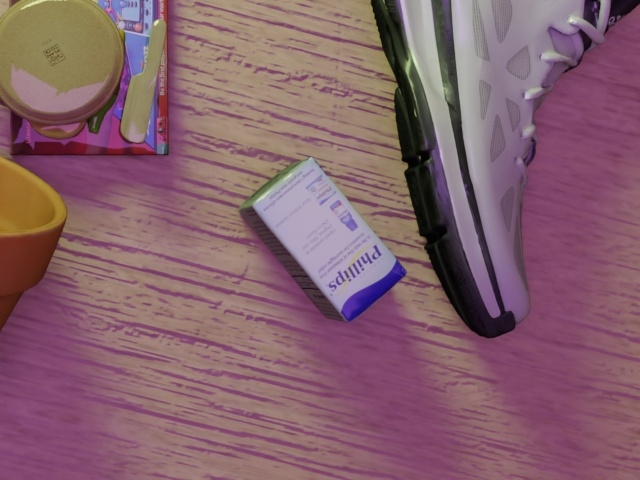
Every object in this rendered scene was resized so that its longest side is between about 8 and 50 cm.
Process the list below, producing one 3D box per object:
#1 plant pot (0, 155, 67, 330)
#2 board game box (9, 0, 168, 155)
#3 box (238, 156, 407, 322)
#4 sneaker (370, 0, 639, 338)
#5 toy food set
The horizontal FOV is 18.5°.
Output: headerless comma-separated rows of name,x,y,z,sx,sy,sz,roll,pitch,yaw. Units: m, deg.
plant pot,-0.380,0.029,1.662,0.291,0.291,0.203,16,105,-6
board game box,-0.211,-0.218,1.790,0.145,0.027,0.281,-1,91,-5
box,0.000,0.000,1.766,0.072,0.126,0.137,-40,95,-6
sneaker,0.195,-0.149,1.765,0.257,0.169,0.447,-11,89,-5
toy food set,-0.238,-0.158,1.759,0.192,0.038,0.132,13,82,-1
